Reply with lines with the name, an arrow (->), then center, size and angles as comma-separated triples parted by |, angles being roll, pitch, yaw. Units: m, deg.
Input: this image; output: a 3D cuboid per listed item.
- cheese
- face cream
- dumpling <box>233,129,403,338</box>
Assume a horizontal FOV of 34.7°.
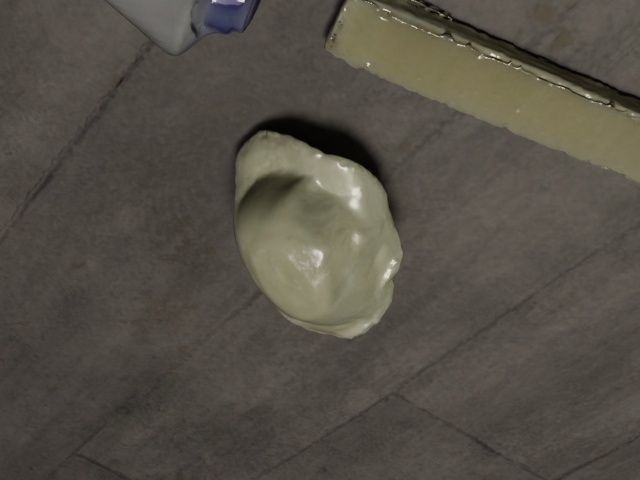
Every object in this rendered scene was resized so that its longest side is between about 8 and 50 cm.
cheese -> 0.198, -0.128, 0.940 | 0.400, 0.034, 0.085 | 22, 134, -10
face cream -> -0.247, -0.251, 0.804 | 0.421, 0.235, 0.137 | 14, 103, -4
dumpling -> 0.000, 0.000, 1.044 | 0.162, 0.132, 0.250 | -8, 117, 30
